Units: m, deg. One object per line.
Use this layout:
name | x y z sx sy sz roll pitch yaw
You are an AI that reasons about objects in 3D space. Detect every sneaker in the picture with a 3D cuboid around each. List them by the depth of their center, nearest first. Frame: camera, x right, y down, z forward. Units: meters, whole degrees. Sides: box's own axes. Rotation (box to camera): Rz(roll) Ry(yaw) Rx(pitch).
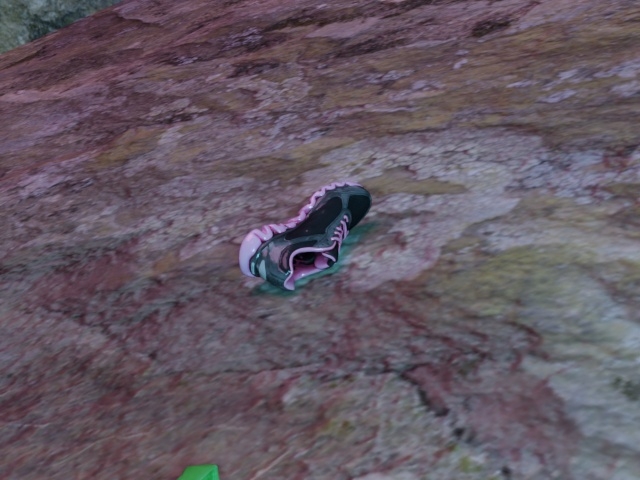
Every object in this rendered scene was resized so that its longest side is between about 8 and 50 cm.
sneaker | 0.000 0.000 0.863 0.119 0.047 0.057 -34 45 -29

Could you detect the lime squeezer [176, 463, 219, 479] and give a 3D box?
lime squeezer | -0.113 0.191 0.495 0.110 0.058 0.310 11 21 -3
